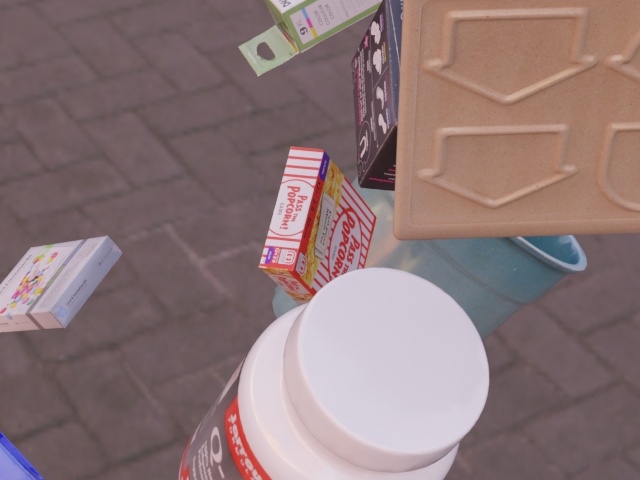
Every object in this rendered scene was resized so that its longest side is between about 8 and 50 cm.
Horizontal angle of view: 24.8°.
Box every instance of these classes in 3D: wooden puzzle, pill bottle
[{"bbox_3d":[0.225,-0.125,1.230,0.322,0.348,0.081,-1,53,-1],"label":"wooden puzzle"},{"bbox_3d":[0.006,0.180,1.352,0.210,0.363,0.210,9,59,-15],"label":"pill bottle"}]

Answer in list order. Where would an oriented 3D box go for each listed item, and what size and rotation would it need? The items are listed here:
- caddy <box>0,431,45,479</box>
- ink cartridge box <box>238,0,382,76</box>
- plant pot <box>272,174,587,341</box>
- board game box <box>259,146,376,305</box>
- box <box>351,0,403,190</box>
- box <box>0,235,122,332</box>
[{"bbox_3d":[-0.427,0.237,1.518,0.179,0.241,0.341,-43,100,-11],"label":"caddy"},{"bbox_3d":[-0.007,-0.284,1.703,0.209,0.062,0.109,-30,33,-2],"label":"ink cartridge box"},{"bbox_3d":[0.131,0.038,2.013,0.341,0.334,0.341,36,18,-14],"label":"plant pot"},{"bbox_3d":[0.000,0.000,1.667,0.045,0.193,0.147,6,71,23],"label":"board game box"},{"bbox_3d":[0.168,-0.142,1.513,0.247,0.142,0.163,5,63,-15],"label":"box"},{"bbox_3d":[-0.376,0.062,2.005,0.186,0.038,0.145,-8,39,46],"label":"box"}]
